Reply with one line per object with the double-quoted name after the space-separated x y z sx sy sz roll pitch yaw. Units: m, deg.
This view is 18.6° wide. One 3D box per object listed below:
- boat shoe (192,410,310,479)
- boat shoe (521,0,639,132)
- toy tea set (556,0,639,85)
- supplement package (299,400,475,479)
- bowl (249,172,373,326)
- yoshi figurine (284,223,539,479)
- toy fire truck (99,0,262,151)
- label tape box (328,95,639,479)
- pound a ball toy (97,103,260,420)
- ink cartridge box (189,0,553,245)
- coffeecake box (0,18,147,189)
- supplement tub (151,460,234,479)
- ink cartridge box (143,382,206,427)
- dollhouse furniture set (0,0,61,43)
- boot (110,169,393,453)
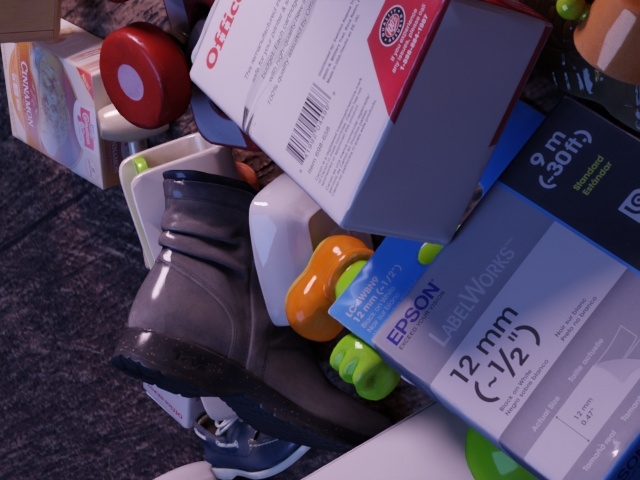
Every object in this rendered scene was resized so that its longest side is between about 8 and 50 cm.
-0.067 0.203 2.118 0.079 0.095 0.254 55 157 -7 "boat shoe"
0.221 -0.142 1.502 0.178 0.060 0.064 39 132 30 "boat shoe"
0.237 -0.134 1.361 0.336 0.200 0.124 45 134 27 "toy tea set"
0.111 0.277 1.754 0.204 0.262 0.145 30 135 41 "supplement package"
0.000 0.000 1.845 0.053 0.142 0.142 3 115 36 "bowl"
0.123 0.124 1.687 0.362 0.203 0.203 20 133 52 "yoshi figurine"
-0.077 -0.221 1.772 0.254 0.169 0.302 12 122 48 "toy fire truck"
0.172 0.031 1.510 0.348 0.249 0.115 36 177 34 "label tape box"
-0.117 0.002 2.044 0.208 0.136 0.319 -140 32 -74 "pound a ball toy"
0.030 -0.149 1.537 0.273 0.114 0.197 45 117 47 "ink cartridge box"
-0.275 -0.159 2.182 0.185 0.068 0.142 29 132 42 "coffeecake box"
-0.126 0.445 2.224 0.331 0.241 0.241 55 146 14 "supplement tub"
-0.158 0.141 2.235 0.088 0.052 0.122 39 139 34 "ink cartridge box"
-0.495 -0.324 2.131 0.394 0.256 0.362 23 114 45 "dollhouse furniture set"
-0.031 0.073 1.920 0.118 0.338 0.222 -2 66 52 "boot"
